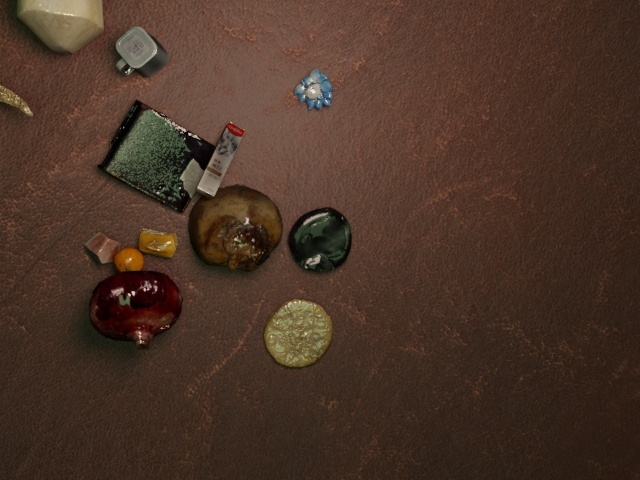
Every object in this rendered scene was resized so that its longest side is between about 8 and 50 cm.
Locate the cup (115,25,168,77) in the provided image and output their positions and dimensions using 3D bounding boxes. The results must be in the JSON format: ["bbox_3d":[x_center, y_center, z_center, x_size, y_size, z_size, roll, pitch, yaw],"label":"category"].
[{"bbox_3d":[-0.475,-0.480,1.470,0.128,0.129,0.095,-39,97,2],"label":"cup"}]

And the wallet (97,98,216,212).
[{"bbox_3d":[-0.440,-0.225,1.553,0.262,0.071,0.221,31,93,-20],"label":"wallet"}]

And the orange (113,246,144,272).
[{"bbox_3d":[-0.534,0.059,1.577,0.084,0.083,0.083,-2,100,-10],"label":"orange"}]

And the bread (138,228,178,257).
[{"bbox_3d":[-0.457,0.009,1.596,0.106,0.053,0.072,11,94,-6],"label":"bread"}]

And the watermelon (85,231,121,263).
[{"bbox_3d":[-0.607,0.021,1.565,0.092,0.072,0.084,15,80,-8],"label":"watermelon"}]

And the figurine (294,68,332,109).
[{"bbox_3d":[-0.010,-0.414,1.584,0.114,0.079,0.114,5,114,12],"label":"figurine"}]

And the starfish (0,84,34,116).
[{"bbox_3d":[-0.927,-0.361,1.434,0.294,0.084,0.301,-35,100,2],"label":"starfish"}]

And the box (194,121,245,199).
[{"bbox_3d":[-0.274,-0.219,1.550,0.055,0.039,0.218,27,71,-20],"label":"box"}]

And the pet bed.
[{"bbox_3d":[0.000,0.000,1.674,0.201,0.053,0.201,-2,99,-10],"label":"pet bed"}]

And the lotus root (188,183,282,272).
[{"bbox_3d":[-0.235,-0.020,1.573,0.272,0.192,0.272,-4,107,-13],"label":"lotus root"}]

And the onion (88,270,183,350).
[{"bbox_3d":[-0.491,0.192,1.525,0.252,0.252,0.219,-25,61,-5],"label":"onion"}]

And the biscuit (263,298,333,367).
[{"bbox_3d":[-0.066,0.284,1.723,0.220,0.033,0.219,-2,99,-10],"label":"biscuit"}]

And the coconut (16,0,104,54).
[{"bbox_3d":[-0.638,-0.571,1.389,0.202,0.202,0.221,-1,95,-10],"label":"coconut"}]
